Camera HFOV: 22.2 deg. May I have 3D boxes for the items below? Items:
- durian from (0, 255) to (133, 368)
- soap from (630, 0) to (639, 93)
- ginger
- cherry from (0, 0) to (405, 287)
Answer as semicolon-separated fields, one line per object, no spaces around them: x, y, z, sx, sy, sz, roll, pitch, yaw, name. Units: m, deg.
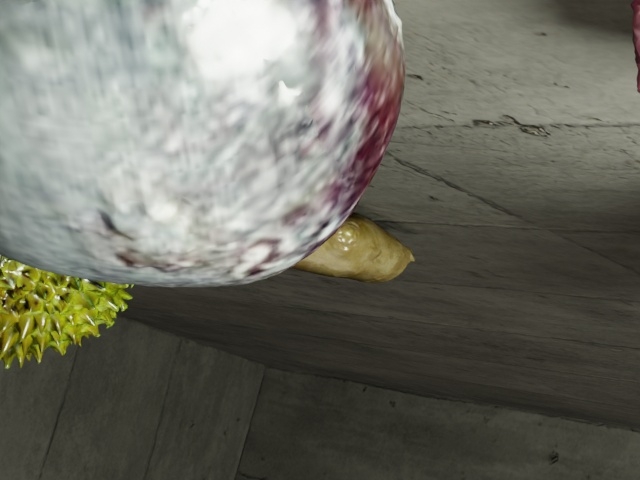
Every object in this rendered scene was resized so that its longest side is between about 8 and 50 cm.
-0.268;-0.026;1.310;0.291;0.291;0.224;17;144;-10;durian
0.215;-0.082;0.689;0.162;0.099;0.250;20;173;19;soap
0.000;-0.001;1.599;0.190;0.069;0.095;15;-167;2;ginger
-0.089;-0.092;0.760;0.255;0.218;0.296;17;158;12;cherry
